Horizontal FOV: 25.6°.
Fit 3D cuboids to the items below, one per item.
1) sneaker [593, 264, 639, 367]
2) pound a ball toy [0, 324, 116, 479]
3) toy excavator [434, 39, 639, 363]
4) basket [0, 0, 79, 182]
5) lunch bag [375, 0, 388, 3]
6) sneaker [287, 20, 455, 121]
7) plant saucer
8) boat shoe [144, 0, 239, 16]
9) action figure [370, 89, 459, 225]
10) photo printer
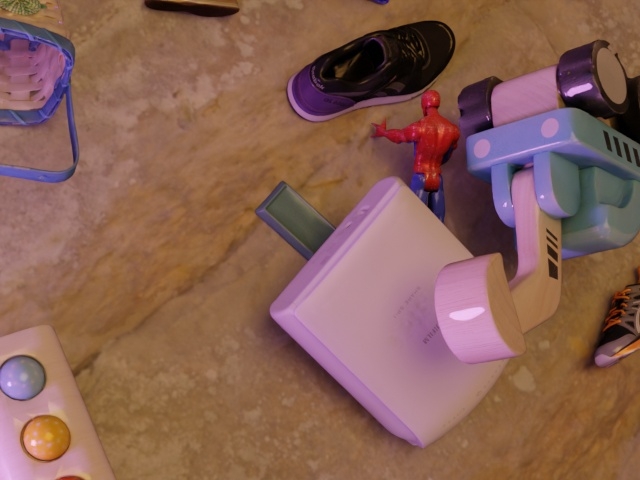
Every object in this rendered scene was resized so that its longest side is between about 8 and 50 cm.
[{"bbox_3d":[0.459,0.111,2.079,0.083,0.084,0.215,49,54,1],"label":"sneaker"},{"bbox_3d":[-0.353,0.279,1.647,0.208,0.135,0.319,-18,70,-23],"label":"pound a ball toy"},{"bbox_3d":[0.308,-0.036,1.885,0.433,0.222,0.445,19,63,-48],"label":"toy excavator"},{"bbox_3d":[-0.434,-0.206,1.754,0.255,0.201,0.288,4,63,-21],"label":"basket"},{"bbox_3d":[-0.013,-0.501,2.066,0.293,0.138,0.220,11,72,-8],"label":"lunch bag"},{"bbox_3d":[0.097,-0.255,2.022,0.283,0.124,0.107,-27,85,-26],"label":"sneaker"},{"bbox_3d":[0.000,0.000,1.964,0.192,0.018,0.067,43,64,-5],"label":"plant saucer"},{"bbox_3d":[-0.179,-0.346,1.983,0.135,0.050,0.045,5,77,-20],"label":"boat shoe"},{"bbox_3d":[0.135,-0.075,2.011,0.092,0.139,0.280,2,96,-23],"label":"action figure"},{"bbox_3d":[0.118,0.107,1.888,0.307,0.107,0.256,46,75,-18],"label":"photo printer"}]
